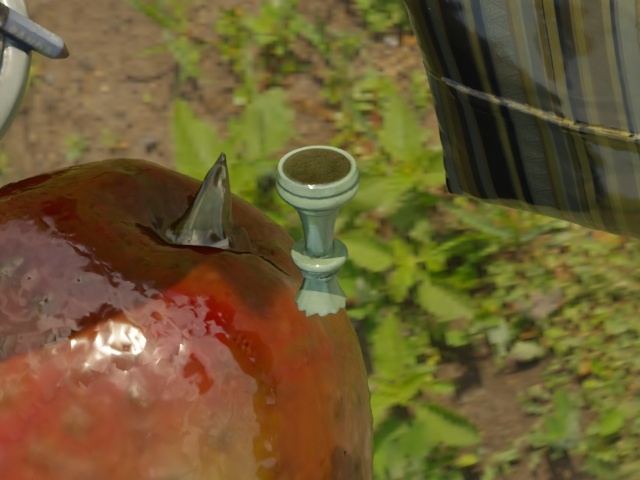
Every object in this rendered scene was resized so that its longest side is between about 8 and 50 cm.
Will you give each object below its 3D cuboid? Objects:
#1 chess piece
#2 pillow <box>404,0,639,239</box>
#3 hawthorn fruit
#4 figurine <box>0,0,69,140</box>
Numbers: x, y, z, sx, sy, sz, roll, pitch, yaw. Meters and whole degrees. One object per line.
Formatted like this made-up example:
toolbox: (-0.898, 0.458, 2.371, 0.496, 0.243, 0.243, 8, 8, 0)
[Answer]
chess piece: (0.000, 0.000, 0.987, 0.042, 0.042, 0.093, 22, 133, 30)
pillow: (0.137, -0.081, 1.029, 0.212, 0.052, 0.208, 15, 138, 33)
hawthorn fruit: (-0.142, 0.115, 1.307, 0.403, 0.403, 0.402, 3, 95, 33)
figurine: (-0.402, -0.113, 1.520, 0.225, 0.382, 0.205, 28, 129, 30)
